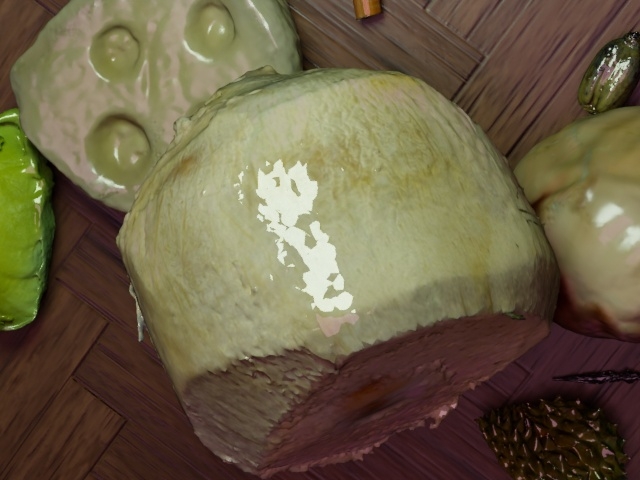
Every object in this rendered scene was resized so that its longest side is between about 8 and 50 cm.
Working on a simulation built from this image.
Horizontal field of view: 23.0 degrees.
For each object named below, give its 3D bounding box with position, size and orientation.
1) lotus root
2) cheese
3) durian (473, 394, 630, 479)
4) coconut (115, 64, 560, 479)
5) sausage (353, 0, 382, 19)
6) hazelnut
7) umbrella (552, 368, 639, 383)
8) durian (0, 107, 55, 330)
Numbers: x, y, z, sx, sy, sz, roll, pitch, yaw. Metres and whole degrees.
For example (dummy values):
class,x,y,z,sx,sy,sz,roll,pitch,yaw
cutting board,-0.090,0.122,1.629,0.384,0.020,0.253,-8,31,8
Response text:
class,x,y,z,sx,sy,sz,roll,pitch,yaw
lotus root,0.308,-0.175,1.650,0.054,0.049,0.099,33,105,12
cheese,-0.173,-0.174,1.704,0.326,0.115,0.318,6,102,8
durian,0.264,0.226,1.694,0.186,0.119,0.108,41,108,3
coconut,0.000,0.000,1.517,0.404,0.404,0.405,2,100,10
sausage,0.043,-0.292,1.687,0.031,0.031,0.107,-9,97,12
hazelnut,0.315,-0.011,1.610,0.261,0.261,0.241,-34,125,14
umbrella,0.316,0.149,1.726,0.122,0.013,0.022,2,122,9
durian,-0.371,-0.022,1.779,0.139,0.101,0.250,-9,100,-24
